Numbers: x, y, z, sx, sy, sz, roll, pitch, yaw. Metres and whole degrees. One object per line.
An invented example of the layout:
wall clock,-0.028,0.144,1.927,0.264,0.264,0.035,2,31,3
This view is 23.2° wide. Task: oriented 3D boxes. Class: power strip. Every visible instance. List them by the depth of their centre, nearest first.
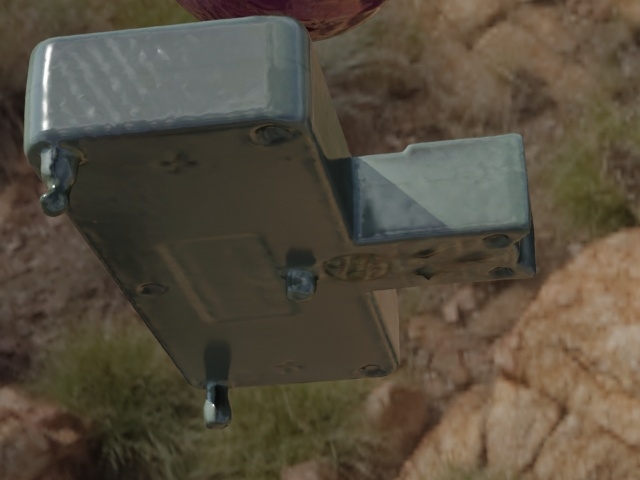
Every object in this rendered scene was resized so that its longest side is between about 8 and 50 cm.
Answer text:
power strip,0.000,0.000,0.532,0.145,0.216,0.061,-7,65,9

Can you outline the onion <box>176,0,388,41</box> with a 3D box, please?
onion,-0.026,-0.199,0.867,0.207,0.201,0.201,11,51,30
